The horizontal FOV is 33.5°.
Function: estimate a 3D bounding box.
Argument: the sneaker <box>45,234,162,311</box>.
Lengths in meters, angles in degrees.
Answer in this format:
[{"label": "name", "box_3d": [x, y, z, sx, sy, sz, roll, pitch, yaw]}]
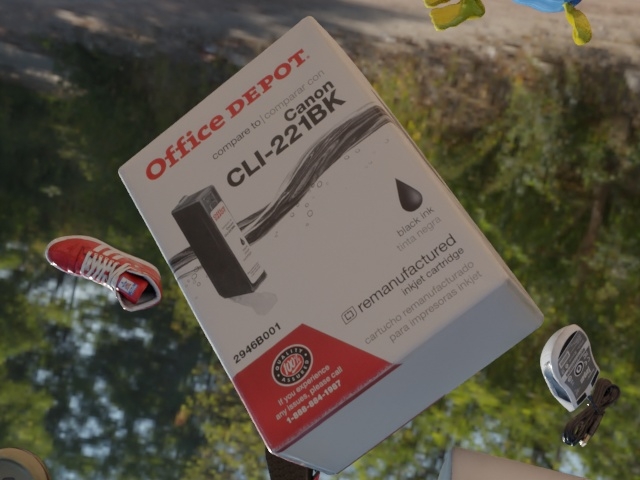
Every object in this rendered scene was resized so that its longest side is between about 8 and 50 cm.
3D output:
[{"label": "sneaker", "box_3d": [-0.207, 0.032, 1.033, 0.118, 0.042, 0.067, 18, -167, -22]}]

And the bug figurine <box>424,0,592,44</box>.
[{"label": "bug figurine", "box_3d": [0.159, -0.189, 0.439, 0.278, 0.216, 0.072, -18, 147, -2]}]

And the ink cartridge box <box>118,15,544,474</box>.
[{"label": "ink cartridge box", "box_3d": [0.000, 0.000, 0.788, 0.273, 0.197, 0.114, 57, -171, 30]}]

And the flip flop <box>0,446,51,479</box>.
[{"label": "flip flop", "box_3d": [-0.331, 0.366, 1.152, 0.112, 0.277, 0.080, -4, 180, 9]}]

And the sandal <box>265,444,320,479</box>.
[{"label": "sandal", "box_3d": [-0.030, 0.283, 1.267, 0.067, 0.179, 0.040, -14, 139, 18]}]

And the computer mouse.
[{"label": "computer mouse", "box_3d": [0.304, 0.164, 1.281, 0.042, 0.106, 0.193, 21, 152, 43]}]

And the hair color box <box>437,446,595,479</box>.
[{"label": "hair color box", "box_3d": [0.246, 0.270, 0.666, 0.374, 0.114, 0.185, 13, -149, 1]}]
